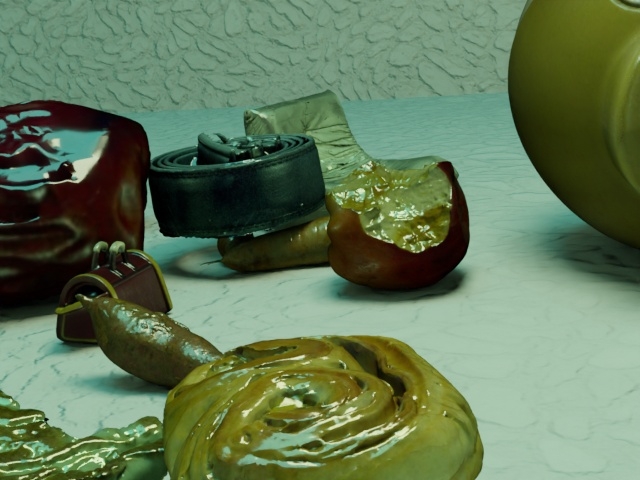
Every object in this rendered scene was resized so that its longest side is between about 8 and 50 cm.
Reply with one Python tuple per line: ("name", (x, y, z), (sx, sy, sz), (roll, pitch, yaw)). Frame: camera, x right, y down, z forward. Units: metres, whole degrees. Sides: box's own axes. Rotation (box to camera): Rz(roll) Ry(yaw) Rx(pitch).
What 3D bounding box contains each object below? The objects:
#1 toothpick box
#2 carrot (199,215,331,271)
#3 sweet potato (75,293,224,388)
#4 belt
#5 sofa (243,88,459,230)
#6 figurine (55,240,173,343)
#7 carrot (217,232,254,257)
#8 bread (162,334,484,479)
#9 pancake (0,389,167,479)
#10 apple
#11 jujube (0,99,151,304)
("toothpick box", (0.421, -0.183, 1.393), (0.409, 0.409, 0.425), (-6, 17, -3))
("carrot", (0.000, 0.000, 1.543), (0.298, 0.078, 0.078), (-10, 13, -1))
("sweet potato", (-0.129, 0.107, 1.147), (0.226, 0.068, 0.068), (21, 24, 24))
("belt", (-0.114, -0.077, 1.595), (0.206, 0.116, 0.267), (-17, 15, -30))
("sofa", (0.042, -0.111, 1.754), (0.225, 0.176, 0.210), (4, 16, 38))
("figurine", (-0.223, 0.051, 1.334), (0.082, 0.098, 0.154), (3, 12, 18))
("carrot", (-0.111, -0.006, 1.670), (0.048, 0.048, 0.216), (-6, 8, -3))
("bread", (-0.001, 0.134, 0.820), (0.198, 0.120, 0.236), (-9, 14, -10))
("pancake", (-0.290, 0.145, 0.895), (0.376, 0.054, 0.197), (7, 26, 3))
("apple", (0.084, -0.016, 1.408), (0.158, 0.147, 0.156), (-13, 44, 12))
("jujube", (-0.371, -0.035, 1.488), (0.377, 0.258, 0.258), (-18, 15, -12))
